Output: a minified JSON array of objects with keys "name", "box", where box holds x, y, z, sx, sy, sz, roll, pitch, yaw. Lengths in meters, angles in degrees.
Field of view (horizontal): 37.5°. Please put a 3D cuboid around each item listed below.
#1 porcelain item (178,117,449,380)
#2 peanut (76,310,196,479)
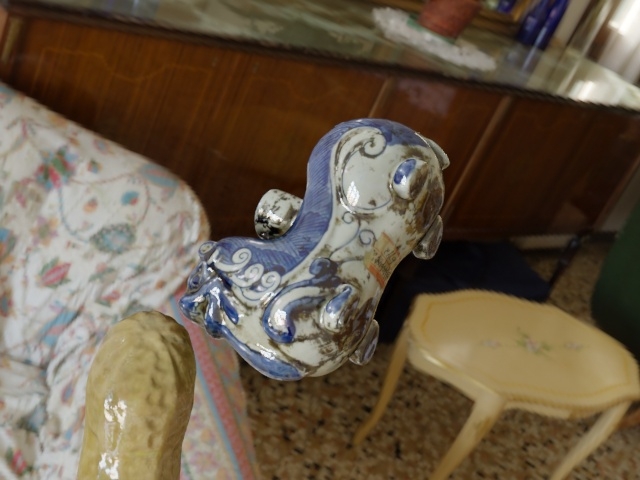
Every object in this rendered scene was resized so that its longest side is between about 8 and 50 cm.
[{"name":"porcelain item","box":[0.000,0.000,0.928,0.186,0.288,0.138,21,-20,28]},{"name":"peanut","box":[-0.163,0.170,0.824,0.095,0.226,0.108,8,-16,-6]}]
